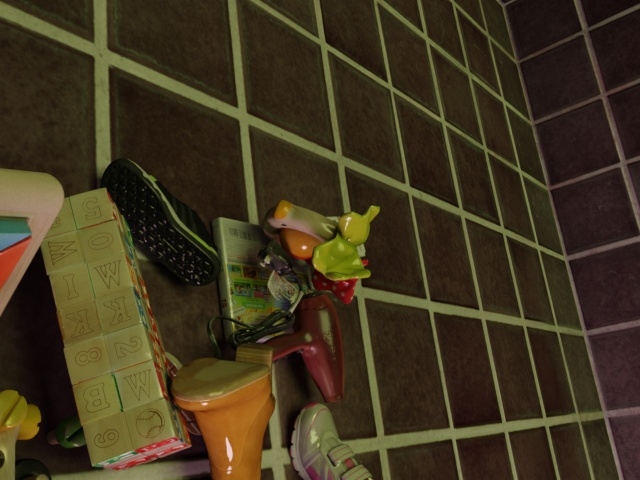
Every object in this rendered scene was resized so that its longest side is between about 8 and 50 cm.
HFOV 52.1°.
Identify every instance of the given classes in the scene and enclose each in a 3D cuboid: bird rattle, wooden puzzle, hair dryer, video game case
[{"bbox_3d":[0.000,0.000,1.125,0.206,0.253,0.143,27,78,-3],"label":"bird rattle"},{"bbox_3d":[-0.377,0.035,0.610,0.044,0.239,0.221,47,25,27],"label":"wooden puzzle"},{"bbox_3d":[-0.054,0.167,1.085,0.293,0.080,0.224,46,56,-24],"label":"hair dryer"},{"bbox_3d":[-0.091,0.075,1.144,0.227,0.026,0.207,12,64,-52],"label":"video game case"}]

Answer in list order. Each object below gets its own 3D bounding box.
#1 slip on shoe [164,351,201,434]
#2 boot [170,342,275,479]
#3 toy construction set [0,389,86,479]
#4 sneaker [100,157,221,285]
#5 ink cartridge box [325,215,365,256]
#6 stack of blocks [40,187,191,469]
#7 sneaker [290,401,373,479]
[{"bbox_3d":[-0.193,0.209,0.919,0.135,0.051,0.041,58,13,-15],"label":"slip on shoe"},{"bbox_3d":[-0.116,0.257,0.848,0.295,0.104,0.211,6,88,-80],"label":"boot"},{"bbox_3d":[-0.330,0.202,0.564,0.309,0.237,0.258,44,42,-32],"label":"toy construction set"},{"bbox_3d":[-0.233,-0.028,0.976,0.235,0.084,0.097,54,14,-24],"label":"sneaker"},{"bbox_3d":[0.030,-0.001,1.324,0.122,0.052,0.089,-5,78,-53],"label":"ink cartridge box"},{"bbox_3d":[-0.243,0.110,0.778,0.171,0.087,0.297,104,-32,-69],"label":"stack of blocks"},{"bbox_3d":[0.035,0.389,1.083,0.103,0.111,0.253,-13,84,-55],"label":"sneaker"}]
